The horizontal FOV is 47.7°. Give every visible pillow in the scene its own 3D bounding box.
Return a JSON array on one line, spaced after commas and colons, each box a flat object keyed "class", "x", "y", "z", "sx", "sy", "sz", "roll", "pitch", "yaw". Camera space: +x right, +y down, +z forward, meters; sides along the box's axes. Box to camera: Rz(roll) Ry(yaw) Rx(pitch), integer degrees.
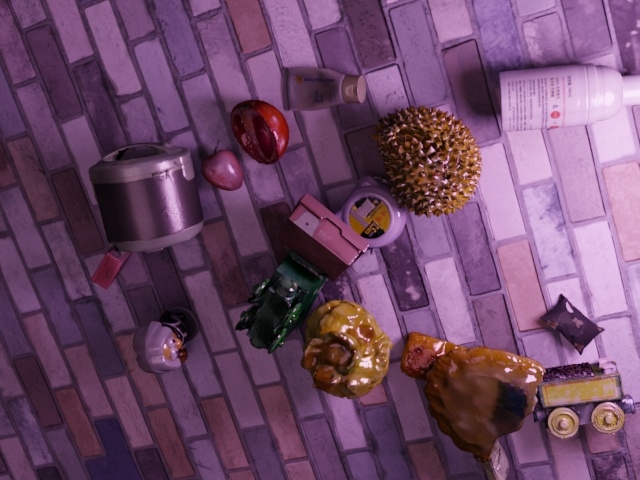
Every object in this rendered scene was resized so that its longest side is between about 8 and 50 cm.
[{"class": "pillow", "x": 0.664, "y": 0.220, "z": 1.911, "sx": 0.150, "sy": 0.048, "sz": 0.090, "roll": 42, "pitch": 114, "yaw": 1}]

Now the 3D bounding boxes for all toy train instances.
[{"class": "toy train", "x": -0.114, "y": 0.179, "z": 1.974, "sx": 0.145, "sy": 0.202, "sz": 0.266, "roll": 35, "pitch": 130, "yaw": 9}, {"class": "toy train", "x": 0.690, "y": 0.417, "z": 1.925, "sx": 0.260, "sy": 0.134, "sz": 0.178, "roll": -12, "pitch": 95, "yaw": 16}]

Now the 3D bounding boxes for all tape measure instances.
[{"class": "tape measure", "x": 0.136, "y": -0.065, "z": 1.927, "sx": 0.178, "sy": 0.105, "sz": 0.196, "roll": 46, "pitch": 110, "yaw": 5}]

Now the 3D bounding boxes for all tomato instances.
[{"class": "tomato", "x": -0.146, "y": -0.296, "z": 1.927, "sx": 0.189, "sy": 0.099, "sz": 0.173, "roll": 17, "pitch": 134, "yaw": 49}]

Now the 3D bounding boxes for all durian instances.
[{"class": "durian", "x": 0.266, "y": -0.199, "z": 1.785, "sx": 0.258, "sy": 0.258, "sz": 0.293, "roll": -25, "pitch": 89, "yaw": 19}]

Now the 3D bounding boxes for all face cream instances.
[{"class": "face cream", "x": 0.611, "y": -0.342, "z": 1.704, "sx": 0.369, "sy": 0.145, "sz": 0.145, "roll": -3, "pitch": 106, "yaw": 13}, {"class": "face cream", "x": 0.003, "y": -0.391, "z": 1.882, "sx": 0.224, "sy": 0.070, "sz": 0.114, "roll": 5, "pitch": 108, "yaw": 21}]

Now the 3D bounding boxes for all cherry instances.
[{"class": "cherry", "x": -0.267, "y": -0.195, "z": 1.987, "sx": 0.126, "sy": 0.087, "sz": 0.106, "roll": 37, "pitch": 115, "yaw": 3}]

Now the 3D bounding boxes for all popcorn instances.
[{"class": "popcorn", "x": 0.063, "y": 0.301, "z": 1.983, "sx": 0.224, "sy": 0.270, "sz": 0.258, "roll": -17, "pitch": 136, "yaw": 43}]

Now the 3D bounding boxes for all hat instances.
[{"class": "hat", "x": 0.497, "y": 0.637, "z": 2.037, "sx": 0.081, "sy": 0.122, "sz": 0.166, "roll": -19, "pitch": 64, "yaw": -5}]

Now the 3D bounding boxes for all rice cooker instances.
[{"class": "rice cooker", "x": -0.468, "y": -0.125, "z": 1.958, "sx": 0.288, "sy": 0.288, "sz": 0.277, "roll": -7, "pitch": 105, "yaw": 15}]

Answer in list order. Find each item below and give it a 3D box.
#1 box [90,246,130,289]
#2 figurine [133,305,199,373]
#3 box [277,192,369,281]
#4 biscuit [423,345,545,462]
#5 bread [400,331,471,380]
[{"class": "box", "x": -0.600, "y": 0.061, "z": 2.112, "sx": 0.060, "sy": 0.156, "sz": 0.111, "roll": 31, "pitch": 112, "yaw": -10}, {"class": "figurine", "x": -0.447, "y": 0.299, "z": 2.101, "sx": 0.133, "sy": 0.236, "sz": 0.176, "roll": -10, "pitch": 103, "yaw": 15}, {"class": "box", "x": 0.000, "y": 0.000, "z": 1.919, "sx": 0.215, "sy": 0.215, "sz": 0.086, "roll": 39, "pitch": 71, "yaw": 0}, {"class": "biscuit", "x": 0.441, "y": 0.443, "z": 1.929, "sx": 0.329, "sy": 0.078, "sz": 0.335, "roll": -6, "pitch": 104, "yaw": 25}, {"class": "bread", "x": 0.361, "y": 0.339, "z": 2.006, "sx": 0.270, "sy": 0.077, "sz": 0.139, "roll": 16, "pitch": 107, "yaw": 11}]
